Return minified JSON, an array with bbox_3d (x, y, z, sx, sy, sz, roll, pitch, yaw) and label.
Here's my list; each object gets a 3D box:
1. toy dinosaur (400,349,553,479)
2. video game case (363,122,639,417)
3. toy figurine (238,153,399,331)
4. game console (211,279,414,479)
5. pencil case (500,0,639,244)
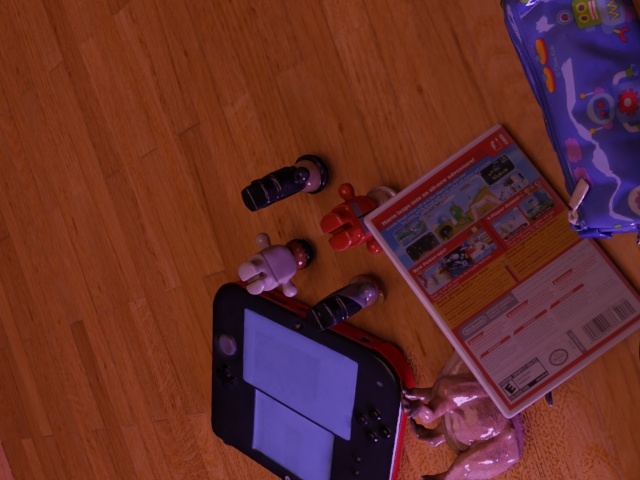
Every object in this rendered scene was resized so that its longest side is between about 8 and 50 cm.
[{"bbox_3d":[0.212,0.222,0.882,0.200,0.127,0.296,-13,114,5],"label":"toy dinosaur"},{"bbox_3d":[0.213,0.031,0.804,0.204,0.025,0.285,-35,77,1],"label":"video game case"},{"bbox_3d":[0.000,0.000,0.971,0.213,0.148,0.210,23,122,30],"label":"toy figurine"},{"bbox_3d":[-0.035,0.265,1.121,0.386,0.060,0.342,22,115,33],"label":"game console"},{"bbox_3d":[0.280,-0.145,0.710,0.119,0.133,0.306,164,88,-73],"label":"pencil case"}]
